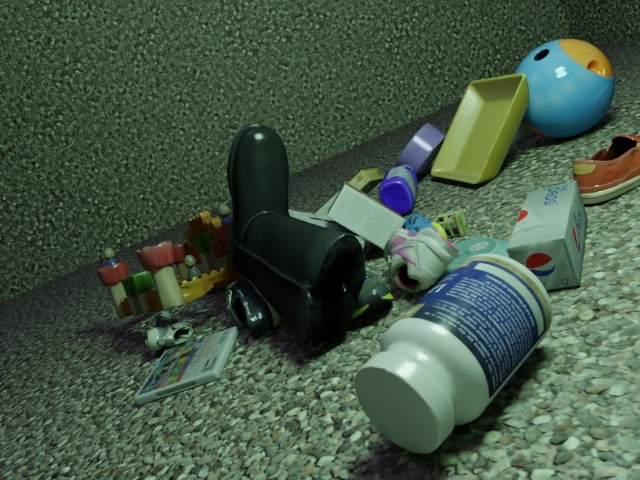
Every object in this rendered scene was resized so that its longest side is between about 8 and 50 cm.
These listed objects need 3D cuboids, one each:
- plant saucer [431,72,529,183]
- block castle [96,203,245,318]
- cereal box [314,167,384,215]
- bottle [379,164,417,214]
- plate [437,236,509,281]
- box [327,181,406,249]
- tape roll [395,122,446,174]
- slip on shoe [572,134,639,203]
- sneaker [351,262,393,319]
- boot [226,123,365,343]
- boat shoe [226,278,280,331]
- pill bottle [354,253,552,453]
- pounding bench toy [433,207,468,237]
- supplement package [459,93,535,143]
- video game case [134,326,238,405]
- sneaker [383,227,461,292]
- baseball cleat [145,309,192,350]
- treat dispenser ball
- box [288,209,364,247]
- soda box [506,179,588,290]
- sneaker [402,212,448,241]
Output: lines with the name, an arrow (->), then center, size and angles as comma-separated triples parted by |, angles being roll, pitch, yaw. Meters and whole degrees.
plant saucer -> 0.491, -0.323, 1.802 | 0.333, 0.081, 0.333 | -67, 17, 5
block castle -> -0.394, 0.057, 1.608 | 0.303, 0.213, 0.453 | -20, 2, -35
cereal box -> 0.078, -0.126, 1.824 | 0.240, 0.047, 0.173 | -41, -6, 22
bottle -> 0.244, -0.166, 1.812 | 0.092, 0.118, 0.283 | -19, 14, 19
plate -> 0.302, 0.031, 1.216 | 0.188, 0.024, 0.188 | -22, 14, 6
box -> 0.112, -0.063, 1.482 | 0.091, 0.170, 0.130 | -60, 4, 8
tape roll -> 0.341, -0.299, 2.019 | 0.189, 0.080, 0.189 | -50, -11, -13
slip on shoe -> 0.676, -0.186, 1.277 | 0.331, 0.101, 0.123 | -25, 13, -15
sneaker -> 0.057, 0.075, 1.230 | 0.111, 0.121, 0.300 | -26, 15, -10
boot -> -0.064, -0.037, 1.212 | 0.146, 0.367, 0.445 | -4, 16, -23
boat shoe -> -0.172, 0.153, 1.363 | 0.079, 0.095, 0.254 | -17, 20, -23
pill bottle -> 0.173, 0.139, 0.769 | 0.265, 0.153, 0.153 | -34, 18, -37
pounding bench toy -> 0.309, -0.043, 1.409 | 0.065, 0.052, 0.083 | -13, 17, 34
supplement package -> 0.615, -0.436, 2.047 | 0.194, 0.203, 0.149 | -22, 14, 1
video game case -> -0.277, 0.262, 1.263 | 0.183, 0.023, 0.201 | -20, 16, 10
sneaker -> 0.176, 0.044, 1.201 | 0.111, 0.103, 0.252 | -51, 6, -11
baseball cleat -> -0.369, 0.222, 1.486 | 0.109, 0.072, 0.206 | -7, 17, -2
treat dispenser ball -> 0.719, -0.451, 1.776 | 0.288, 0.288, 0.288 | -21, 15, 6
box -> 0.000, 0.000, 1.509 | 0.169, 0.087, 0.290 | 9, 12, -10
soda box -> 0.414, -0.013, 1.072 | 0.098, 0.091, 0.286 | -14, 17, 32
sneaker -> 0.220, -0.012, 1.400 | 0.082, 0.069, 0.209 | -27, 15, -8
